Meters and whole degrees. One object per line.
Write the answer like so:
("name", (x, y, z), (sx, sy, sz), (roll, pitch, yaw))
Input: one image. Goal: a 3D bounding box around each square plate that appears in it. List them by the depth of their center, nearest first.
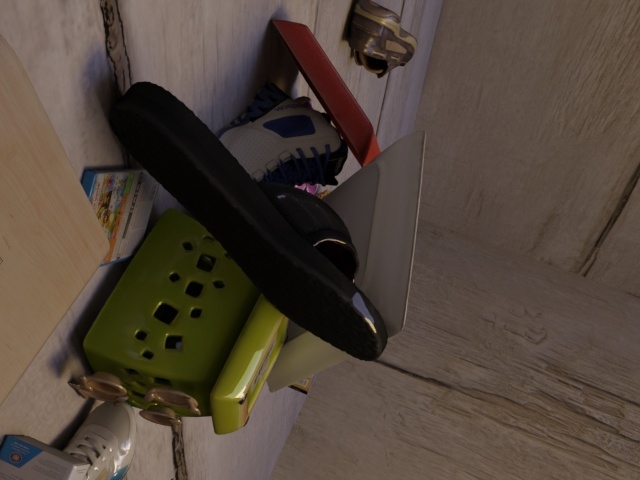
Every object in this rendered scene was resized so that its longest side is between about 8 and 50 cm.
("square plate", (0.024, 0.031, 1.133), (0.347, 0.049, 0.344), (-36, -145, 48))

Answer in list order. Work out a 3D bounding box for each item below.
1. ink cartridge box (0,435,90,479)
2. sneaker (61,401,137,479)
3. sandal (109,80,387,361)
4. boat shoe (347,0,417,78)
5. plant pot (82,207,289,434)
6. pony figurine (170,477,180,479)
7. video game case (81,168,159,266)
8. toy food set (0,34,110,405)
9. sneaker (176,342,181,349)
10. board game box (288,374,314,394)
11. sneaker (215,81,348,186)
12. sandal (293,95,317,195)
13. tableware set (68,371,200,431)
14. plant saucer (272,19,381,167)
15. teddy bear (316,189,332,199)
("ink cartridge box", (-0.332, 0.294, 0.828), (0.052, 0.088, 0.122), (82, 30, -75))
("sneaker", (-0.311, 0.304, 0.951), (0.092, 0.087, 0.229), (108, 8, -56))
("sandal", (-0.046, -0.021, 0.857), (0.167, 0.446, 0.107), (0, -133, 55))
("boat shoe", (0.132, -0.464, 1.750), (0.130, 0.132, 0.355), (-61, 162, 8))
("plant pot", (-0.164, 0.129, 1.015), (0.227, 0.207, 0.228), (102, 14, -61))
("pony figurine", (-0.221, 0.485, 0.884), (0.303, 0.363, 0.351), (-42, -172, -14))
("video game case", (-0.245, -0.027, 0.875), (0.166, 0.015, 0.119), (-27, 136, -75))
("toy food set", (-0.289, 0.006, 0.562), (0.306, 0.092, 0.220), (82, 30, -52))
("sneaker", (-0.230, 0.222, 1.242), (0.211, 0.080, 0.081), (96, 15, -50))
("board game box", (-0.103, 0.144, 1.284), (0.042, 0.243, 0.165), (100, 13, -72))
("sneaker", (-0.059, -0.130, 1.174), (0.127, 0.182, 0.315), (95, 17, -47))
("sandal", (-0.054, -0.091, 1.487), (0.169, 0.102, 0.416), (-53, 161, -59))
("tableware set", (-0.234, 0.200, 0.925), (0.141, 0.168, 0.020), (122, -16, -60))
("plant saucer", (0.026, -0.240, 1.260), (0.047, 0.258, 0.259), (-32, 170, 4))
("teddy bear", (0.000, 0.000, 2.002), (0.338, 0.113, 0.245), (43, 60, -71))
